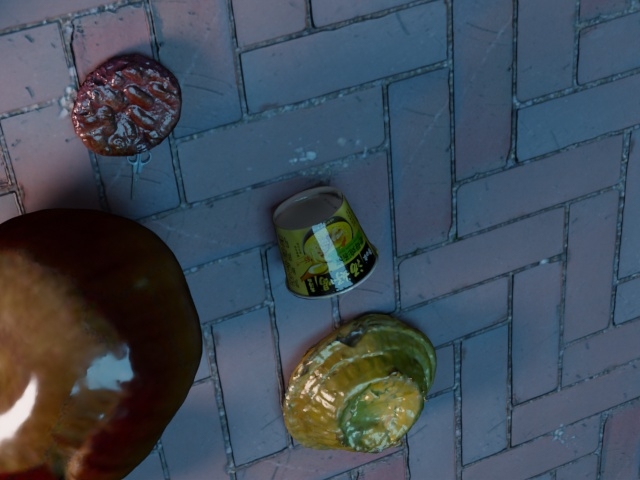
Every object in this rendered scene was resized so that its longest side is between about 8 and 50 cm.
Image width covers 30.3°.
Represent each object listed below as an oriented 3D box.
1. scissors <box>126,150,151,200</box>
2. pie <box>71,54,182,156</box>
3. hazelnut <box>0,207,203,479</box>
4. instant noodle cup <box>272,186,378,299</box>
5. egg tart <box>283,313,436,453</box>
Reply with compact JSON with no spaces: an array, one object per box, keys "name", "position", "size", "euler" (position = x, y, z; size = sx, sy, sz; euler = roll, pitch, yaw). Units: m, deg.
[{"name":"scissors","position":[-0.259,-0.092,1.656],"size":[0.036,0.006,0.083],"euler":[-1,121,-25]},{"name":"pie","position":[-0.257,-0.176,1.581],"size":[0.154,0.036,0.154],"euler":[-13,127,-18]},{"name":"hazelnut","position":[-0.335,0.156,1.573],"size":[0.359,0.359,0.409],"euler":[14,121,-34]},{"name":"instant noodle cup","position":[0.000,0.000,1.771],"size":[0.151,0.151,0.122],"euler":[-28,123,-8]},{"name":"egg tart","position":[0.077,0.262,2.004],"size":[0.290,0.115,0.290],"euler":[-13,125,-20]}]
